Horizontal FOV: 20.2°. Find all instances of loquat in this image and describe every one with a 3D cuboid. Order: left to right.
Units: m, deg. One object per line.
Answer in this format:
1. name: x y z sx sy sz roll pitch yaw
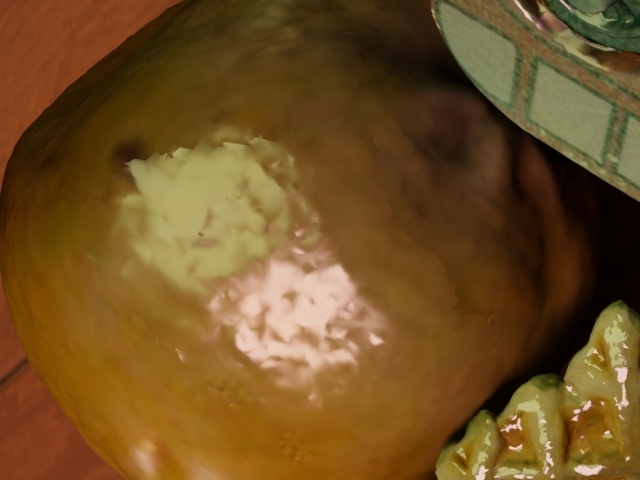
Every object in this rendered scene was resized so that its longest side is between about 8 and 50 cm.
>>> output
1. loquat: 0.000 0.000 0.808 0.284 0.276 0.276 -28 71 53

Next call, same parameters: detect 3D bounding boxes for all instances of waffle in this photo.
1. waffle: 0.138 0.134 0.734 0.208 0.214 0.054 -54 16 23

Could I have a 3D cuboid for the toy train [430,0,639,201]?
1. toy train: 0.179 -0.068 0.630 0.326 0.129 0.159 33 151 20
